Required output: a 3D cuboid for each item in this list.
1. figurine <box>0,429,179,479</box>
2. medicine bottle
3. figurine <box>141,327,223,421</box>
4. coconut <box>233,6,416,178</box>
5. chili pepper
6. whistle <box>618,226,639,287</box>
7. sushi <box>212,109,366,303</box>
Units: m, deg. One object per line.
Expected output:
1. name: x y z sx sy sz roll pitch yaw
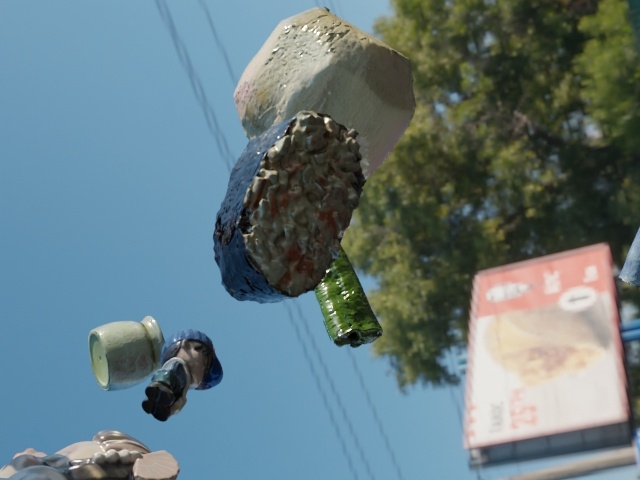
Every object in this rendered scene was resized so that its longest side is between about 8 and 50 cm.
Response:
1. figurine: -0.349 0.362 1.291 0.253 0.361 0.211 163 94 -72
2. medicine bottle: -0.417 0.245 2.312 0.143 0.147 0.147 -13 -92 -29
3. figurine: -0.185 0.177 1.382 0.149 0.087 0.086 -47 -27 -59
4. coconut: 0.002 -0.175 1.403 0.227 0.230 0.227 30 -169 -6
5. chili pepper: 0.000 0.000 1.639 0.076 0.085 0.359 115 139 -57
6. whistle: 0.572 -0.066 1.730 0.304 0.062 0.062 -69 -17 10
7. sushi: -0.024 -0.025 0.791 0.090 0.078 0.150 36 -120 -25
